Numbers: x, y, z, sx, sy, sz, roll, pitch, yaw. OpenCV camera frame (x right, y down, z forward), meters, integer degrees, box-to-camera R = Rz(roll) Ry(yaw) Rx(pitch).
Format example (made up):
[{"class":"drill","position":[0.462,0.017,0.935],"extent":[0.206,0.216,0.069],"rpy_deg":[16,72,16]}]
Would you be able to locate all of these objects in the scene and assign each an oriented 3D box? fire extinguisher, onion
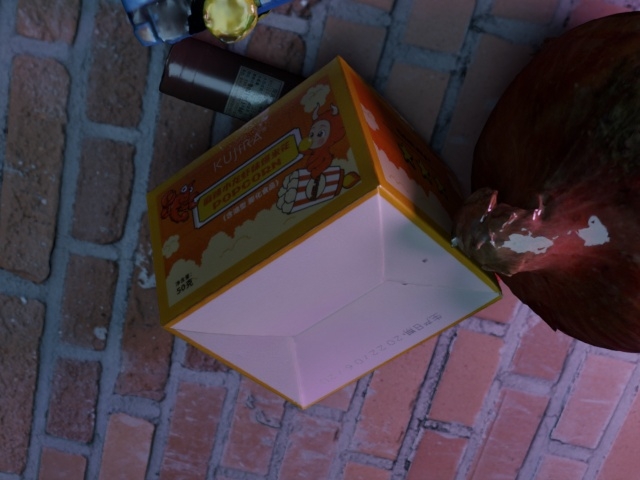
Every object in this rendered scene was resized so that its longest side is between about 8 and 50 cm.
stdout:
[{"class":"fire extinguisher","position":[-0.060,-0.176,1.133],"extent":[0.231,0.071,0.099],"rpy_deg":[17,113,-5]},{"class":"onion","position":[0.311,-0.063,1.025],"extent":[0.353,0.354,0.354],"rpy_deg":[2,119,3]}]

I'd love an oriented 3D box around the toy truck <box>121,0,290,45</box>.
[{"class":"toy truck","position":[-0.020,-0.318,1.006],"extent":[0.384,0.161,0.162],"rpy_deg":[-18,107,15]}]

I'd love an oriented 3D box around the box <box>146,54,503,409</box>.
[{"class":"box","position":[0.000,0.000,1.112],"extent":[0.283,0.214,0.259],"rpy_deg":[-33,135,19]}]

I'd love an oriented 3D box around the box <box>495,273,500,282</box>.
[{"class":"box","position":[0.105,0.063,1.263],"extent":[0.229,0.050,0.123],"rpy_deg":[-36,112,20]}]
